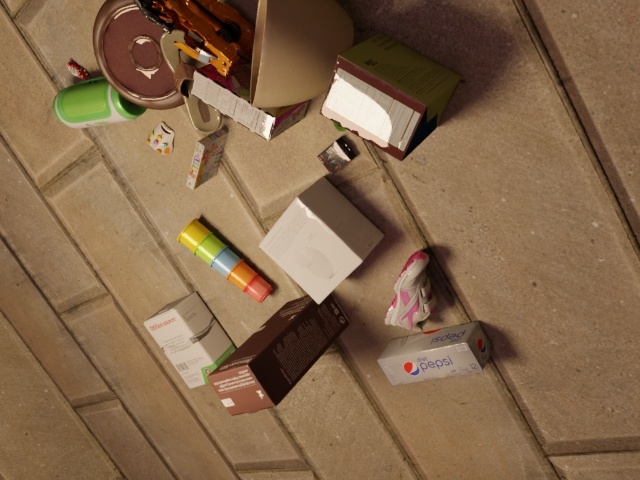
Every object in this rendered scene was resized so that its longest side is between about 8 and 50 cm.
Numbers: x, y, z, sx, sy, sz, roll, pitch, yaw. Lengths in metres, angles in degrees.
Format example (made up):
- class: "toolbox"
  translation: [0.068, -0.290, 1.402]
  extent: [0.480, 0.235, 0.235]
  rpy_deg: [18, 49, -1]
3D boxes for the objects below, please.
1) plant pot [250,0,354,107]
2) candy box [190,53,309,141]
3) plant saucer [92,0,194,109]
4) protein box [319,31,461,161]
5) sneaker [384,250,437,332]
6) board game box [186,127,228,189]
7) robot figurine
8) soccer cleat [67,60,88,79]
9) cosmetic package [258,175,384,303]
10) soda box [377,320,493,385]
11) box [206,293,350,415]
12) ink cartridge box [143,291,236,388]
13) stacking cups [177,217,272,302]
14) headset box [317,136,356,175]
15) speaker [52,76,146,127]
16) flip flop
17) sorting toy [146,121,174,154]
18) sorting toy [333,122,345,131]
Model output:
- class: "plant pot"
  translation: [-0.037, -0.411, 1.311]
  extent: [0.190, 0.284, 0.284]
  rpy_deg: [5, 129, -10]
- class: "candy box"
  translation: [-0.164, -0.345, 1.483]
  extent: [0.233, 0.159, 0.071]
  rpy_deg: [33, 132, 11]
- class: "plant saucer"
  translation: [-0.435, -0.477, 1.579]
  extent: [0.310, 0.050, 0.311]
  rpy_deg: [3, 117, 6]
- class: "protein box"
  translation: [0.143, -0.298, 1.277]
  extent: [0.201, 0.200, 0.136]
  rpy_deg: [33, 131, 12]
- class: "sneaker"
  translation: [0.243, 0.132, 1.564]
  extent: [0.111, 0.103, 0.252]
  rpy_deg: [22, 135, 16]
- class: "board game box"
  translation: [-0.308, -0.220, 1.697]
  extent: [0.026, 0.103, 0.154]
  rpy_deg: [35, 132, 10]
- class: "robot figurine"
  translation: [-0.288, -0.507, 1.440]
  extent: [0.291, 0.211, 0.085]
  rpy_deg: [37, 141, 1]
- class: "soccer cleat"
  translation: [-0.717, -0.496, 1.849]
  extent: [0.083, 0.029, 0.036]
  rpy_deg: [39, 141, 11]
- class: "cosmetic package"
  translation: [0.000, 0.000, 1.607]
  extent: [0.224, 0.138, 0.224]
  rpy_deg: [44, 133, 1]
- class: "soda box"
  translation: [0.294, 0.295, 1.626]
  extent: [0.286, 0.098, 0.091]
  rpy_deg: [-21, 106, 41]
- class: "box"
  translation: [-0.106, 0.296, 1.703]
  extent: [0.191, 0.381, 0.143]
  rpy_deg: [-25, 103, 42]
- class: "ink cartridge box"
  translation: [-0.434, 0.341, 2.130]
  extent: [0.211, 0.121, 0.289]
  rpy_deg: [-24, 103, 41]
- class: "stacking cups"
  translation: [-0.279, 0.064, 1.884]
  extent: [0.316, 0.096, 0.096]
  rpy_deg: [38, 133, 1]
- class: "headset box"
  translation: [0.042, -0.206, 1.519]
  extent: [0.062, 0.032, 0.083]
  rpy_deg: [52, 134, -5]
- class: "speaker"
  translation: [-0.632, -0.394, 1.790]
  extent: [0.296, 0.131, 0.131]
  rpy_deg: [1, 118, 34]
- class: "flip flop"
  translation: [-0.313, -0.385, 1.541]
  extent: [0.112, 0.080, 0.277]
  rpy_deg: [-9, 122, 3]
- class: "sorting toy"
  translation: [-0.456, -0.298, 1.798]
  extent: [0.083, 0.045, 0.075]
  rpy_deg: [41, 114, 4]
- class: "sorting toy"
  translation: [0.071, -0.292, 1.445]
  extent: [0.061, 0.042, 0.102]
  rpy_deg: [57, 146, 11]
